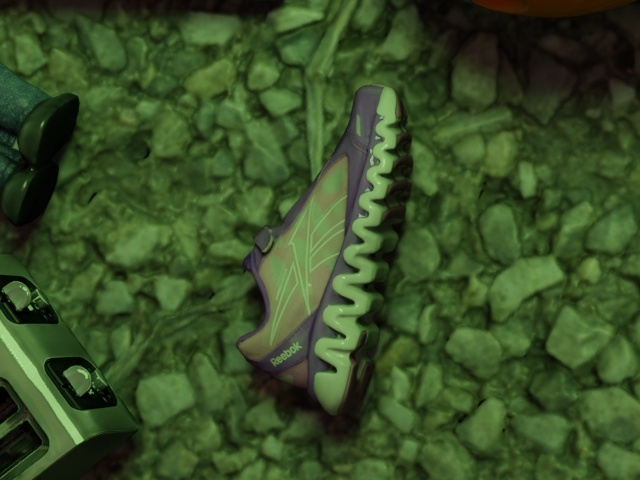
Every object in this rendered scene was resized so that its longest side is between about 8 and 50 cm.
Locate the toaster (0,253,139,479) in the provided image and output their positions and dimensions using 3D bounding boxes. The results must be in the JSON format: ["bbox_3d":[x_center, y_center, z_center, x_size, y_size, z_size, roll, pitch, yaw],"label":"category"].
[{"bbox_3d":[-0.253,0.120,1.297,0.185,0.110,0.168,-37,79,4],"label":"toaster"}]

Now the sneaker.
[{"bbox_3d":[0.000,0.000,1.289,0.104,0.095,0.236,13,90,15],"label":"sneaker"}]

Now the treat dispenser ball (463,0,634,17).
[{"bbox_3d":[0.150,-0.290,1.182,0.288,0.288,0.288,0,87,7],"label":"treat dispenser ball"}]

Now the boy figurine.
[{"bbox_3d":[-0.320,-0.117,1.326,0.285,0.092,0.177,24,107,5],"label":"boy figurine"}]
